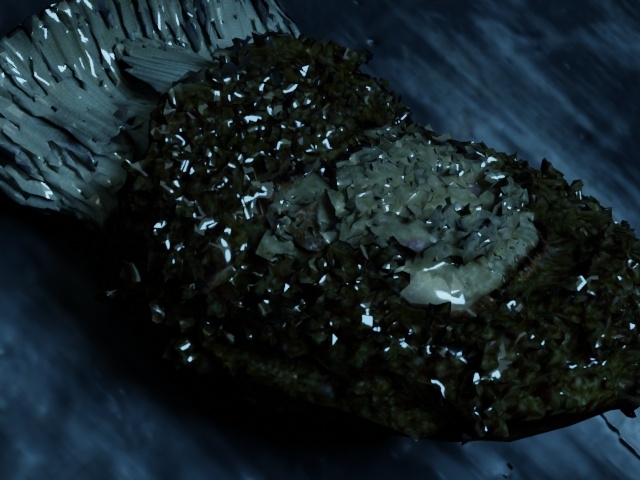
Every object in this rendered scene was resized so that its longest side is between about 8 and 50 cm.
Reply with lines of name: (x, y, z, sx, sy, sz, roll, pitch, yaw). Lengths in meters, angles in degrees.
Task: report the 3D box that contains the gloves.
gloves: (0.005, -0.006, 0.807, 0.312, 0.135, 0.210, 39, 27, 29)
